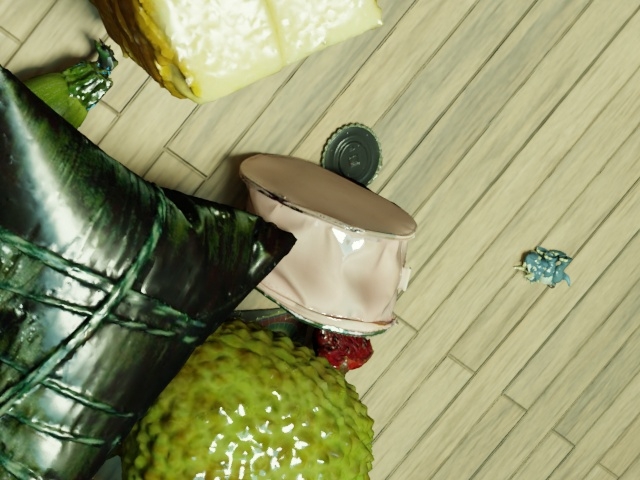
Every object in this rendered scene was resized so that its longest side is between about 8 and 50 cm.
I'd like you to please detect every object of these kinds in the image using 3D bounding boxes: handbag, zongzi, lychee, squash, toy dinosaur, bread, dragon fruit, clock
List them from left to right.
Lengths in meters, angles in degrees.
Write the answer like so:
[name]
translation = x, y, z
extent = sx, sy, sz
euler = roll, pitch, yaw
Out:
[squash]
translation = -0.313, -0.066, 1.172
extent = 0.331, 0.087, 0.087
euler = -43, 128, -2
[zongzi]
translation = -0.249, 0.031, 1.095
extent = 0.383, 0.319, 0.362
euler = -42, 132, -1
[bread]
translation = -0.107, -0.285, 1.043
extent = 0.207, 0.279, 0.279
euler = -26, 126, -14
[lychee]
translation = -0.104, 0.204, 1.308
extent = 0.320, 0.270, 0.270
euler = -5, 118, -33
[handbag]
translation = -0.001, 0.001, 1.315
extent = 0.179, 0.205, 0.116
euler = -21, 135, -62
[dragon fruit]
translation = 0.009, 0.131, 1.438
extent = 0.063, 0.131, 0.097
euler = -35, 107, 16
[clock]
translation = 0.034, -0.090, 1.397
extent = 0.074, 0.010, 0.083
euler = -24, 125, -16
[toy dinosaur]
translation = 0.283, 0.036, 1.591
extent = 0.083, 0.030, 0.047
euler = 9, 112, -31

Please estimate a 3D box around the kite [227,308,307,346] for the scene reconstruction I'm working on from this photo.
[kite]
translation = -0.144, 0.124, 1.413
extent = 0.285, 0.015, 0.152
euler = 13, 106, -36
